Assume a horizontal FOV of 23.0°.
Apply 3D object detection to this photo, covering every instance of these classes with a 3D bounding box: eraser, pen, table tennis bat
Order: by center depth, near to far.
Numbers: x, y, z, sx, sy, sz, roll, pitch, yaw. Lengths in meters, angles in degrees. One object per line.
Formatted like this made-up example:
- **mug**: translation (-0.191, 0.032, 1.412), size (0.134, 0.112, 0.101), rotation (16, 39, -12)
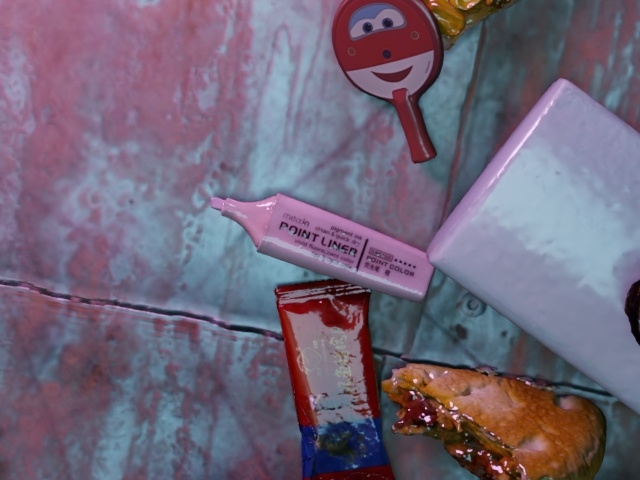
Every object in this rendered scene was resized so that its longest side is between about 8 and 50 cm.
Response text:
- **eraser**: translation (0.255, 0.025, 1.283), size (0.290, 0.104, 0.189), rotation (36, 101, -4)
- **table tennis bat**: translation (0.063, -0.137, 1.291), size (0.098, 0.019, 0.155), rotation (-9, 110, 31)
- **pen**: translation (0.000, 0.000, 1.317), size (0.197, 0.032, 0.053), rotation (19, 83, -3)

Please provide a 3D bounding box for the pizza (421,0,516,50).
- **pizza**: translation (0.113, -0.233, 1.268), size (0.182, 0.062, 0.161), rotation (7, 105, -1)

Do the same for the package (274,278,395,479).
- **package**: translation (0.014, 0.132, 1.346), size (0.083, 0.022, 0.200), rotation (-7, 97, 2)

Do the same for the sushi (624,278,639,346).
- **sushi**: translation (0.310, 0.055, 1.196), size (0.150, 0.078, 0.091), rotation (6, 92, -2)

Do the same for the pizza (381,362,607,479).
- **pizza**: translation (0.137, 0.162, 1.312), size (0.194, 0.154, 0.069), rotation (21, 119, 19)
